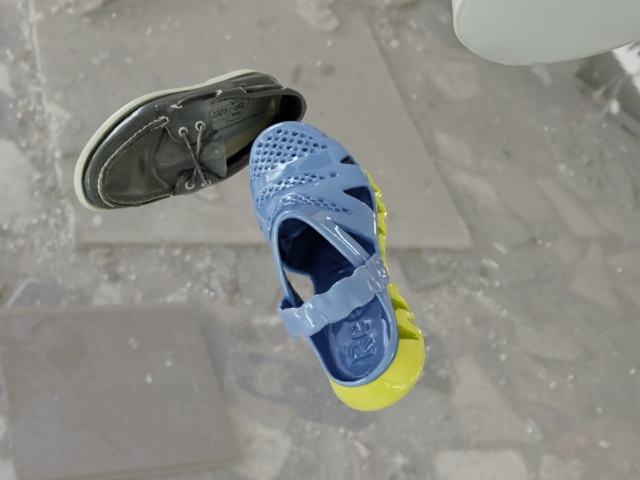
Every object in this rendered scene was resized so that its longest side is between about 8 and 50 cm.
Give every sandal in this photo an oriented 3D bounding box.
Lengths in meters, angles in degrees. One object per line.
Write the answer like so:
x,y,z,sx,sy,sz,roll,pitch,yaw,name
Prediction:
0.000,0.000,0.996,0.138,0.126,0.317,40,21,-52,sandal

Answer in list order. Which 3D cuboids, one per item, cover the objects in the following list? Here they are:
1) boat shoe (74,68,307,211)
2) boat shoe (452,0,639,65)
-0.145,-0.121,1.299,0.113,0.127,0.340,18,31,35,boat shoe
0.128,-0.138,0.338,0.078,0.219,0.070,23,48,-35,boat shoe
